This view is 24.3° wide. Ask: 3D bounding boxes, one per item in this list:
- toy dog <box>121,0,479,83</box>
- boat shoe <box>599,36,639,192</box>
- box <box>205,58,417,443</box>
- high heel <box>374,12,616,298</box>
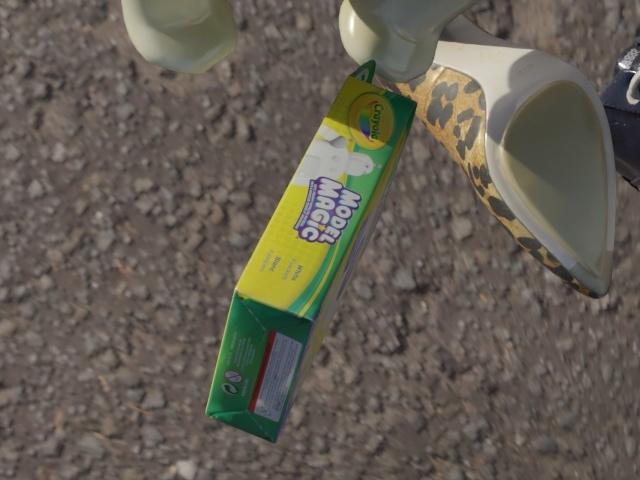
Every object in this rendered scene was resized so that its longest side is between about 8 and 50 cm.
[{"bbox_3d":[-0.016,-0.264,0.707,0.284,0.408,0.395,-14,100,-22],"label":"toy dog"},{"bbox_3d":[0.291,-0.106,1.074,0.158,0.340,0.127,34,68,8],"label":"boat shoe"},{"bbox_3d":[0.000,0.000,0.732,0.043,0.105,0.179,21,49,3],"label":"box"},{"bbox_3d":[0.110,-0.070,1.000,0.093,0.186,0.261,-23,84,-17],"label":"high heel"}]
